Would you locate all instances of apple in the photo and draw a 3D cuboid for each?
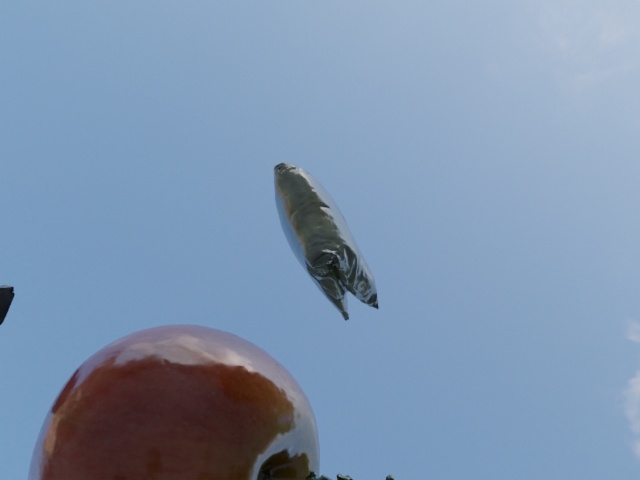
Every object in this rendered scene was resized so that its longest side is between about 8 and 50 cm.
[{"bbox_3d":[-0.176,0.296,0.916,0.364,0.364,0.364,0,-94,1],"label":"apple"}]

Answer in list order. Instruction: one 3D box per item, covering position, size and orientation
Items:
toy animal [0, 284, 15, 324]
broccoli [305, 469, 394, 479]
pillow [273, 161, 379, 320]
[{"bbox_3d":[-0.623,0.103,1.134,0.166,0.179,0.138,-47,-118,1],"label":"toy animal"},{"bbox_3d":[0.043,0.337,0.604,0.375,0.302,0.249,0,-100,41],"label":"broccoli"},{"bbox_3d":[0.000,0.000,0.847,0.078,0.134,0.181,-29,-129,3],"label":"pillow"}]
